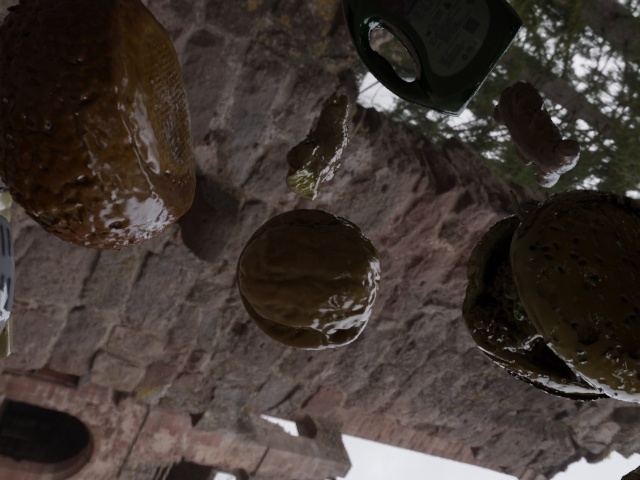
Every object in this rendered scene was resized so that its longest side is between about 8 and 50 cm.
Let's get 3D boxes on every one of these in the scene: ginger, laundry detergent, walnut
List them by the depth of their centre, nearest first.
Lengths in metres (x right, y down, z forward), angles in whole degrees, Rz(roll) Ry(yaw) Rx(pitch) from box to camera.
[{"bbox_3d":[0.091,-0.232,0.530,0.137,0.211,0.063,-57,175,16],"label":"laundry detergent"},{"bbox_3d":[-0.022,0.066,0.869,0.224,0.257,0.257,52,57,-80],"label":"walnut"},{"bbox_3d":[0.414,-0.207,0.968,0.080,0.166,0.333,-21,-138,6],"label":"ginger"},{"bbox_3d":[0.006,-0.189,1.024,0.074,0.137,0.213,19,-109,25],"label":"ginger"}]

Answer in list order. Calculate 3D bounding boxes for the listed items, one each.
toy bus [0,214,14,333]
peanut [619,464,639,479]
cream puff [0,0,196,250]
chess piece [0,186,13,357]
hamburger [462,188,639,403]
[{"bbox_3d":[-0.420,0.072,0.415,0.440,0.249,0.209,-34,-119,45],"label":"toy bus"},{"bbox_3d":[0.557,0.420,0.782,0.159,0.291,0.143,18,-96,58],"label":"peanut"},{"bbox_3d":[-0.271,-0.135,0.592,0.303,0.212,0.303,-9,90,-89],"label":"cream puff"},{"bbox_3d":[-0.588,0.056,0.846,0.137,0.137,0.301,-157,-113,-68],"label":"chess piece"},{"bbox_3d":[0.203,0.034,0.384,0.186,0.177,0.113,61,-16,9],"label":"hamburger"}]
